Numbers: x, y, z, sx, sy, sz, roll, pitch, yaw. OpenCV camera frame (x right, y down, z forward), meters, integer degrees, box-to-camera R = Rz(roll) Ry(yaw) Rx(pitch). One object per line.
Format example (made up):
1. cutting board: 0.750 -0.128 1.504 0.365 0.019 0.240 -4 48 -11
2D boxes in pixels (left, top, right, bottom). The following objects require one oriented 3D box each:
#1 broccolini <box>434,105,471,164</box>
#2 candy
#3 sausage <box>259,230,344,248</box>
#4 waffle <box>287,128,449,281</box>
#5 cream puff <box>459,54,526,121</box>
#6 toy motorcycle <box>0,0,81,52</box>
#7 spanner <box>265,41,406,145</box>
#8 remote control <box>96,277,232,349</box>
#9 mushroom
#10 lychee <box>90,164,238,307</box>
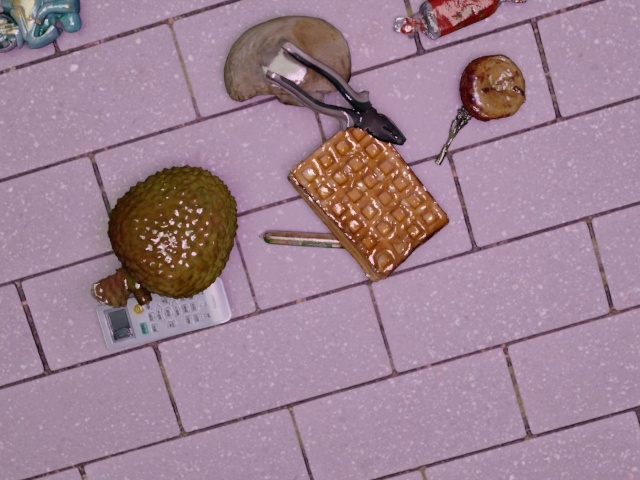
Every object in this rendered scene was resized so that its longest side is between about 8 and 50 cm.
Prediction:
1. broccolini: 0.289 -0.225 1.795 0.035 0.030 0.140 17 103 -37
2. candy: 0.294 -0.486 1.746 0.292 0.059 0.086 -22 94 2
3. sausage: 0.000 0.000 1.818 0.269 0.033 0.032 4 96 1
4. waffle: 0.102 -0.087 1.758 0.213 0.091 0.308 -41 94 -8
5. cream puff: 0.357 -0.316 1.747 0.149 0.084 0.149 0 89 -17
6. toy motorcycle: -0.585 -0.518 1.739 0.198 0.109 0.296 20 98 -3
7. spanner: 0.041 -0.275 1.659 0.325 0.040 0.095 29 93 -23
8. remote control: -0.343 0.159 1.835 0.293 0.051 0.103 -14 95 6
9. mushroom: -0.068 -0.373 1.714 0.267 0.164 0.189 4 97 1
10. lychee: -0.309 -0.003 1.712 0.270 0.270 0.319 18 102 -1
